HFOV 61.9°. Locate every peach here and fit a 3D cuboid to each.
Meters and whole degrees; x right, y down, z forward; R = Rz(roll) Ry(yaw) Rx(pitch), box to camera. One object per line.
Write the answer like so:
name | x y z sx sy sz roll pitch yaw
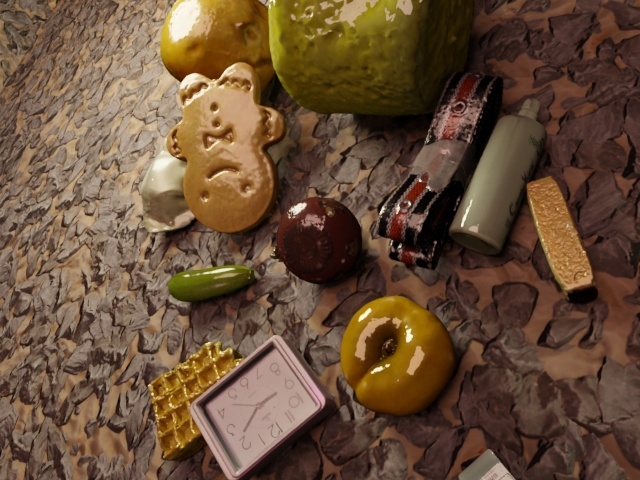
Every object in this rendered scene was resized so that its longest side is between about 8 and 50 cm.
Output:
peach | 0.110 0.172 0.799 0.179 0.103 0.179 -16 60 29

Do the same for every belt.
belt | 0.206 -0.128 0.884 0.094 0.126 0.360 14 73 36

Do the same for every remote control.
remote control | 0.247 0.345 0.665 0.061 0.029 0.162 -45 55 7

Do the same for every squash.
squash | -0.224 0.085 1.091 0.201 0.066 0.066 -11 60 20

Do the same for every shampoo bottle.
shampoo bottle | 0.290 -0.110 0.843 0.085 0.085 0.263 17 76 38

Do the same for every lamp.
lamp | 0.001 -0.004 0.952 0.157 0.135 0.156 31 116 15

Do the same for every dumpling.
dumpling | -0.334 -0.118 1.247 0.166 0.126 0.216 16 64 10

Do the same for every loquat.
loquat | -0.234 -0.461 1.267 0.276 0.276 0.284 -55 30 -4

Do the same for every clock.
clock | -0.097 0.269 0.869 0.197 0.063 0.150 -39 65 -2

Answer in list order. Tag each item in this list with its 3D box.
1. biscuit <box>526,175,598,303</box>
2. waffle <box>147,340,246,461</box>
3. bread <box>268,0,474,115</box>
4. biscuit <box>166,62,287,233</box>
biscuit | 0.346 -0.003 0.769 0.052 0.056 0.188 -21 57 25
waffle | -0.212 0.278 0.981 0.211 0.055 0.160 -37 53 11
bread | 0.102 -0.395 0.956 0.307 0.348 0.348 14 74 34
biscuit | -0.202 -0.192 1.131 0.275 0.052 0.355 -4 87 16
